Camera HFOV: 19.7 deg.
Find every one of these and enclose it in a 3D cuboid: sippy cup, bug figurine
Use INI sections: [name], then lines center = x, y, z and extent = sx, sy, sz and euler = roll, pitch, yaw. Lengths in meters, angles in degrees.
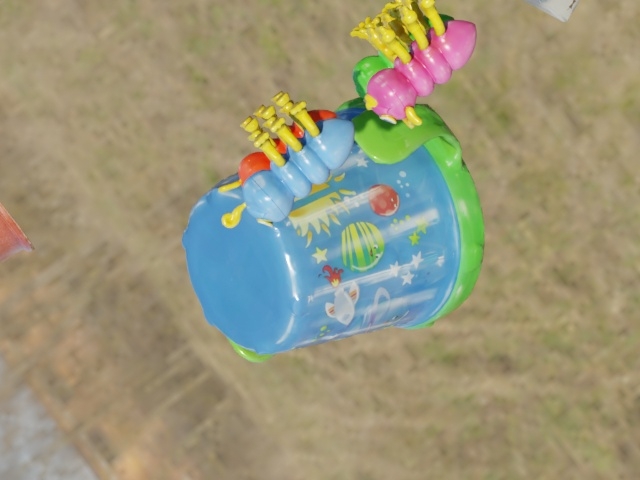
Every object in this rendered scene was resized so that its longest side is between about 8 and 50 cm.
[sippy cup]
center = 0.000, 0.000, 1.765
extent = 0.240, 0.224, 0.305
euler = 21, 121, 41
[bug figurine]
center = 0.016, -0.090, 1.295
extent = 0.072, 0.216, 0.279
euler = 49, -178, -7

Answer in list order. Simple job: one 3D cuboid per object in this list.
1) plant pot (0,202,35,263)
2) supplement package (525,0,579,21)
[plant pot]
center = -0.530, -0.011, 2.196
extent = 0.272, 0.265, 0.272
euler = 49, 172, 9
[supplement package]
center = 0.176, -0.399, 2.043
extent = 0.293, 0.175, 0.177
euler = 34, -174, 25
